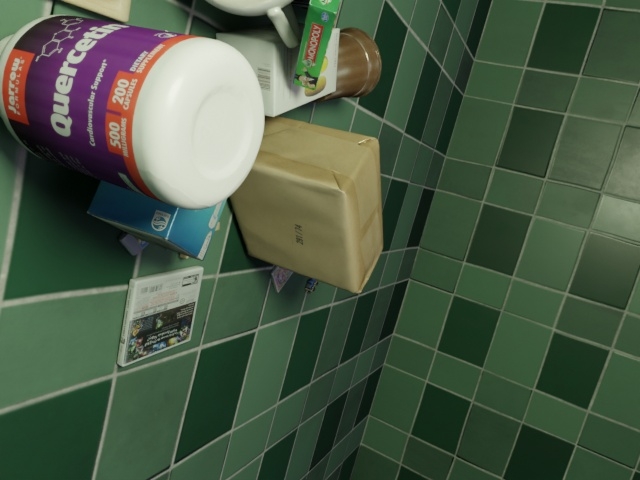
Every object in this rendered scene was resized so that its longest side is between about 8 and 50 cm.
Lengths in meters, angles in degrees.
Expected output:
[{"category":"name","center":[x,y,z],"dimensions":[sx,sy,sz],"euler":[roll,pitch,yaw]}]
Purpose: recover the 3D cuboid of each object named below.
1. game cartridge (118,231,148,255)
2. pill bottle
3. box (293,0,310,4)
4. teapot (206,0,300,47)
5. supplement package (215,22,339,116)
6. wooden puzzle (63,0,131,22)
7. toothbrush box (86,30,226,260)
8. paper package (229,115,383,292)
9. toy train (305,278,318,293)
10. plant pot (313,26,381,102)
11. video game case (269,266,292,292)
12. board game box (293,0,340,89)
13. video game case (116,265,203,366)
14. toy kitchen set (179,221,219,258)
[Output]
[{"category":"game cartridge","center":[-0.319,-0.016,0.908],"dimensions":[0.083,0.017,0.056],"euler":[-58,156,-26]},{"category":"pill bottle","center":[-0.240,-0.159,0.598],"dimensions":[0.181,0.323,0.181],"euler":[-45,145,-45]},{"category":"box","center":[-0.026,-0.563,1.039],"dimensions":[0.156,0.093,0.158],"euler":[-29,131,-56]},{"category":"teapot","center":[-0.103,-0.477,0.801],"dimensions":[0.256,0.253,0.187],"euler":[-62,-176,24]},{"category":"supplement package","center":[-0.078,-0.355,1.026],"dimensions":[0.244,0.134,0.138],"euler":[-41,142,-48]},{"category":"wooden puzzle","center":[-0.305,-0.410,0.621],"dimensions":[0.239,0.044,0.220],"euler":[-11,117,-63]},{"category":"toothbrush box","center":[-0.214,-0.136,0.814],"dimensions":[0.216,0.126,0.295],"euler":[84,26,-80]},{"category":"paper package","center":[-0.032,-0.077,1.109],"dimensions":[0.168,0.310,0.324],"euler":[-57,153,-34]},{"category":"toy train","center":[-0.006,0.097,1.630],"dimensions":[0.158,0.027,0.036],"euler":[-63,151,-18]},{"category":"plant pot","center":[0.031,-0.407,1.204],"dimensions":[0.165,0.167,0.166],"euler":[-33,136,-44]},{"category":"video game case","center":[-0.099,0.077,1.440],"dimensions":[0.122,0.011,0.087],"euler":[-54,151,-33]},{"category":"board game box","center":[0.022,-0.451,0.869],"dimensions":[0.213,0.046,0.317],"euler":[124,-20,-72]},{"category":"video game case","center":[-0.317,0.145,1.021],"dimensions":[0.190,0.022,0.173],"euler":[-12,117,-63]},{"category":"toy kitchen set","center":[-0.249,0.001,0.992],"dimensions":[0.068,0.075,0.083],"euler":[-24,124,-57]}]
